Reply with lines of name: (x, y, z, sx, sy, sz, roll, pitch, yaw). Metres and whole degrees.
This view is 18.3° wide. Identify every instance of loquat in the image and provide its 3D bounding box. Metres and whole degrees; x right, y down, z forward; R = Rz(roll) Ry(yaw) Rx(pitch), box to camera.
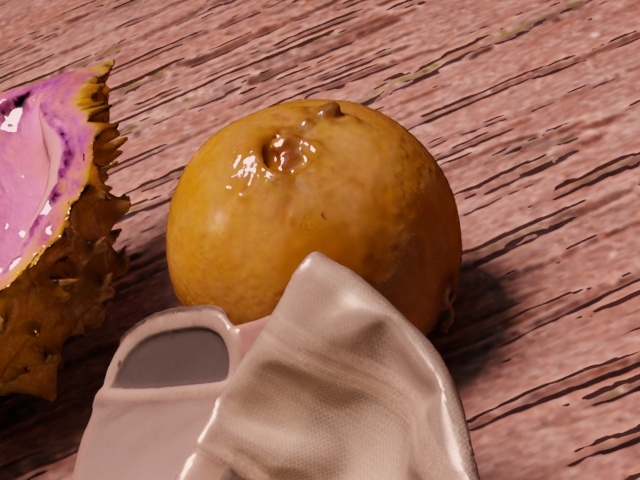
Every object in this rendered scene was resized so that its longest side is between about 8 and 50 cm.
loquat: (0.000, 0.000, 0.925, 0.141, 0.141, 0.141, -17, 33, 11)

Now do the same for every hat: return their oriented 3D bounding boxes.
hat: (-0.049, 0.134, 0.824, 0.219, 0.164, 0.226, -56, 5, -37)

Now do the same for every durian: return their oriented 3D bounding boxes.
durian: (-0.216, 0.054, 1.017, 0.341, 0.112, 0.191, -33, 42, 0)
